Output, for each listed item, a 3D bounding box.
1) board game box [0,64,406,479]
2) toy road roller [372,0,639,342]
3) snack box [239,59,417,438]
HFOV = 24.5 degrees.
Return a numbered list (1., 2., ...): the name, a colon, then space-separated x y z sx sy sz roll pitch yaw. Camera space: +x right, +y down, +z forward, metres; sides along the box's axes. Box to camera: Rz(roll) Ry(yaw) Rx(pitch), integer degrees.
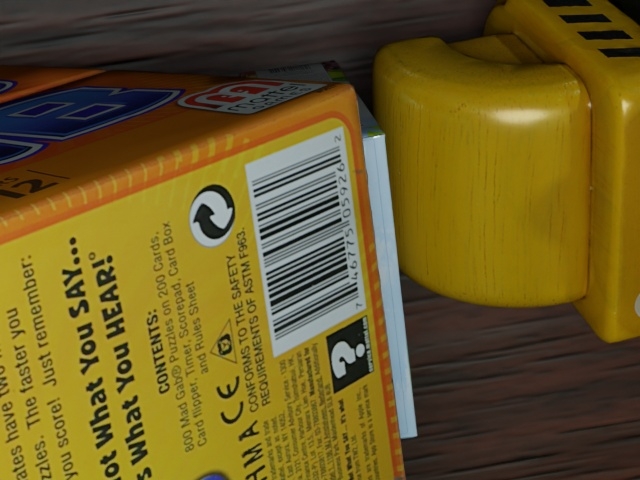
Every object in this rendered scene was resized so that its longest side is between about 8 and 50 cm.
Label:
1. board game box: -0.205 0.128 0.724 0.356 0.356 0.356 -25 115 -43
2. toy road roller: 0.167 -0.029 0.805 0.241 0.329 0.202 -12 122 -11
3. snack box: 0.000 0.000 0.860 0.070 0.207 0.174 -9 107 -5
